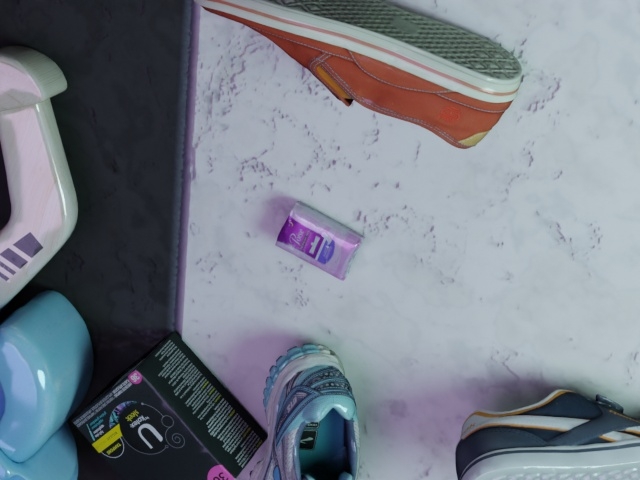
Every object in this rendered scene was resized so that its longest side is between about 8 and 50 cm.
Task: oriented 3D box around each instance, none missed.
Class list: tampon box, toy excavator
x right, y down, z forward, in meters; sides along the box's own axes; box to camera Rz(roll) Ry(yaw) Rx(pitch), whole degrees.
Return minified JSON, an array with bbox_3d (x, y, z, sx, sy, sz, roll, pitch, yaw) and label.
[{"bbox_3d":[-0.164,0.207,1.821,0.120,0.101,0.161,-39,94,31],"label":"tampon box"},{"bbox_3d":[-0.354,0.070,1.806,0.445,0.222,0.433,-37,95,16],"label":"toy excavator"}]

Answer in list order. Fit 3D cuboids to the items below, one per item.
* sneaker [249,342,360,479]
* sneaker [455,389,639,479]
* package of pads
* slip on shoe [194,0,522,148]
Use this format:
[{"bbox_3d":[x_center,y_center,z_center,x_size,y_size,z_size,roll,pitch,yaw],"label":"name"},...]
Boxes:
[{"bbox_3d":[-0.014,0.258,1.751,0.110,0.122,0.283,-7,116,-17],"label":"sneaker"},{"bbox_3d":[0.291,0.217,1.646,0.321,0.127,0.126,7,123,-8],"label":"sneaker"},{"bbox_3d":[0.000,0.000,1.709,0.083,0.032,0.050,29,116,8],"label":"package of pads"},{"bbox_3d":[0.024,-0.179,1.579,0.331,0.123,0.101,23,122,6],"label":"slip on shoe"}]
